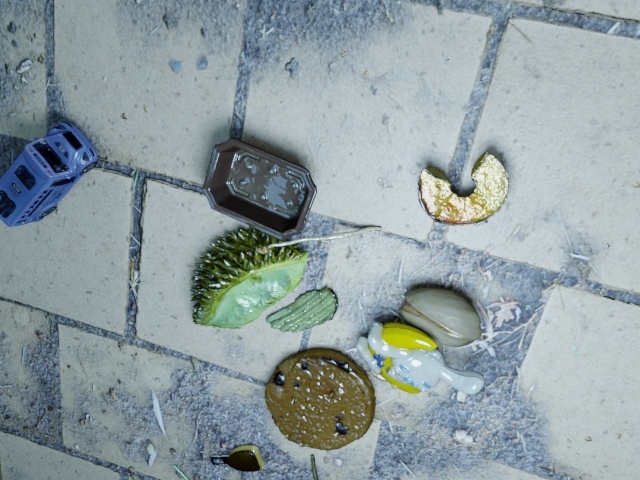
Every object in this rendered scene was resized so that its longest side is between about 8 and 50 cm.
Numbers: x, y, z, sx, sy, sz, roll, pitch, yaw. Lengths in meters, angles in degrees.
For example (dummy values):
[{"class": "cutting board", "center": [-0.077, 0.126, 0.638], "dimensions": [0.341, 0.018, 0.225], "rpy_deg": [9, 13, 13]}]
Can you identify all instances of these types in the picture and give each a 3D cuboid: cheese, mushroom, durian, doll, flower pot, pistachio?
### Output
[{"class": "cheese", "center": [-0.248, 0.638, 1.474], "dimensions": [0.163, 0.036, 0.086], "rpy_deg": [-13, 108, 19]}, {"class": "mushroom", "center": [-0.001, -0.005, 1.138], "dimensions": [0.286, 0.028, 0.026], "rpy_deg": [-11, 146, -9]}, {"class": "durian", "center": [-0.204, 0.099, 1.258], "dimensions": [0.198, 0.163, 0.394], "rpy_deg": [23, 125, -37]}, {"class": "doll", "center": [0.207, 0.277, 1.155], "dimensions": [0.252, 0.111, 0.237], "rpy_deg": [41, 140, -5]}, {"class": "flower pot", "center": [-0.128, -0.123, 1.149], "dimensions": [0.251, 0.084, 0.178], "rpy_deg": [24, 114, 7]}, {"class": "pistachio", "center": [0.267, 0.167, 1.123], "dimensions": [0.185, 0.124, 0.124], "rpy_deg": [16, 112, 16]}]

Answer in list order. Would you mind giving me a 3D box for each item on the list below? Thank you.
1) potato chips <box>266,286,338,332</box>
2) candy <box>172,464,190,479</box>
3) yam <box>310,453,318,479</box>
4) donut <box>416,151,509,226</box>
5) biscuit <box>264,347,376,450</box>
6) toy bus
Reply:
[{"class": "potato chips", "center": [-0.041, 0.186, 1.263], "dimensions": [0.207, 0.028, 0.092], "rpy_deg": [-31, 97, 21]}, {"class": "candy", "center": [-0.385, 0.759, 1.553], "dimensions": [0.194, 0.062, 0.058], "rpy_deg": [45, 158, 6]}, {"class": "yam", "center": [-0.017, 0.647, 1.427], "dimensions": [0.014, 0.014, 0.107], "rpy_deg": [-2, 108, 16]}, {"class": "donut", "center": [0.294, -0.102, 1.050], "dimensions": [0.181, 0.078, 0.146], "rpy_deg": [-14, 106, 13]}, {"class": "biscuit", "center": [0.002, 0.407, 1.304], "dimensions": [0.296, 0.075, 0.295], "rpy_deg": [4, 104, 15]}, {"class": "toy bus", "center": [-0.695, -0.161, 1.259], "dimensions": [0.292, 0.133, 0.125], "rpy_deg": [-37, 96, 23]}]
